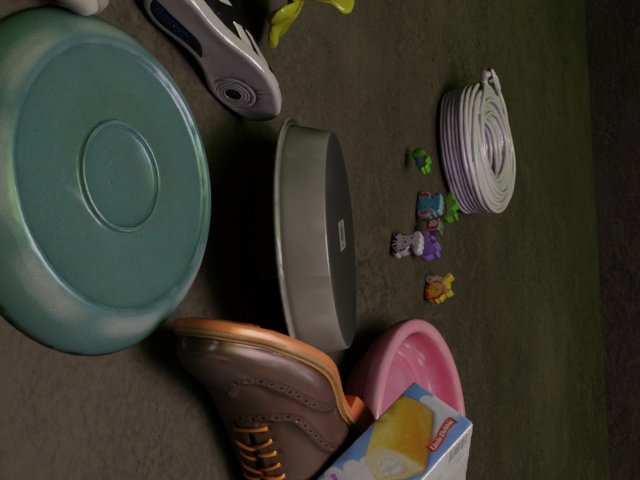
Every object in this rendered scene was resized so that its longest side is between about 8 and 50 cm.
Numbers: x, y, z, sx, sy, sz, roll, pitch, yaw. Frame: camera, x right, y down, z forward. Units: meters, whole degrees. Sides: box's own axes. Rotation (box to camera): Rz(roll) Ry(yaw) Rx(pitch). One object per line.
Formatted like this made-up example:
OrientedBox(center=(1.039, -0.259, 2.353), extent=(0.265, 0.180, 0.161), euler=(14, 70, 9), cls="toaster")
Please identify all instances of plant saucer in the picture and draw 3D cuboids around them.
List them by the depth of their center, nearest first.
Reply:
OrientedBox(center=(-0.192, -0.056, 0.749), extent=(0.317, 0.043, 0.318), euler=(18, 70, -59), cls="plant saucer")
OrientedBox(center=(0.118, 0.281, 1.194), extent=(0.332, 0.084, 0.332), euler=(21, 65, -58), cls="plant saucer")

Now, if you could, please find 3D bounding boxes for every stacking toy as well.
OrientedBox(center=(0.182, -0.026, 1.408), extent=(0.167, 0.052, 0.221), euler=(49, 43, -48), cls="stacking toy")

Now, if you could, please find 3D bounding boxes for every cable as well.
OrientedBox(center=(0.307, -0.178, 1.616), extent=(0.257, 0.089, 0.257), euler=(64, 36, -33), cls="cable")

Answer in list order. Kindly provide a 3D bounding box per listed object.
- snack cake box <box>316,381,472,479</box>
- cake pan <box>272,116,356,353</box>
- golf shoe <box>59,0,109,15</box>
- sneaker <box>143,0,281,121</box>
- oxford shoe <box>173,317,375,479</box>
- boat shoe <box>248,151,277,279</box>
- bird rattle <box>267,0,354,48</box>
OrientedBox(center=(0.055, 0.305, 0.927), extent=(0.264, 0.089, 0.152), euler=(-39, 146, -28), cls="snack cake box")
OrientedBox(center=(0.000, 0.000, 0.968), extent=(0.293, 0.054, 0.293), euler=(-4, 90, -81), cls="cake pan")
OrientedBox(center=(-0.253, -0.224, 0.668), extent=(0.176, 0.069, 0.086), euler=(36, 71, -46), cls="golf shoe")
OrientedBox(center=(-0.098, -0.240, 0.913), extent=(0.217, 0.079, 0.121), euler=(48, 44, -46), cls="sneaker")
OrientedBox(center=(-0.044, 0.194, 0.883), extent=(0.364, 0.129, 0.133), euler=(48, 51, -46), cls="oxford shoe")
OrientedBox(center=(-0.052, -0.028, 0.980), extent=(0.048, 0.056, 0.153), euler=(16, 64, -54), cls="boat shoe")
OrientedBox(center=(-0.062, -0.340, 0.935), extent=(0.207, 0.143, 0.253), euler=(60, 11, 20), cls="bird rattle")
